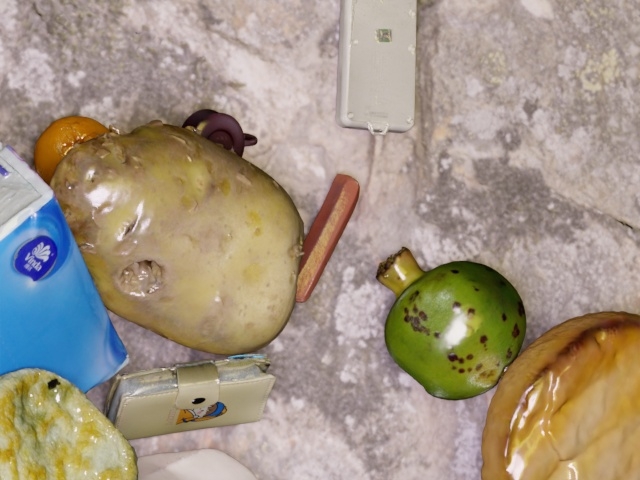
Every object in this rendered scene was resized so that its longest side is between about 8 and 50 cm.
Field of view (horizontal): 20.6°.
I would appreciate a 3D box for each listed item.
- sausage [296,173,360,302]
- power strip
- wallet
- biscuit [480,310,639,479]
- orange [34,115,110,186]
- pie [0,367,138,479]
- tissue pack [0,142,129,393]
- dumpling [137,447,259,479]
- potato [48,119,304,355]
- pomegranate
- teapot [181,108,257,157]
[{"bbox_3d":[0.000,0.000,1.797,0.030,0.035,0.147,23,78,18],"label":"sausage"},{"bbox_3d":[0.060,-0.202,1.838,0.081,0.035,0.192,4,83,-17],"label":"power strip"},{"bbox_3d":[-0.128,0.150,1.705,0.155,0.110,0.039,-7,60,-19],"label":"wallet"},{"bbox_3d":[0.288,0.216,1.809,0.296,0.102,0.296,-3,95,-31],"label":"biscuit"},{"bbox_3d":[-0.236,-0.080,1.710,0.083,0.070,0.083,3,80,-15],"label":"orange"},{"bbox_3d":[-0.233,0.199,1.503,0.187,0.041,0.187,27,45,-31],"label":"pie"},{"bbox_3d":[-0.307,0.060,1.561,0.198,0.263,0.146,-39,55,-18],"label":"tissue pack"},{"bbox_3d":[-0.188,0.319,1.584,0.341,0.260,0.181,-3,112,-31],"label":"dumpling"},{"bbox_3d":[-0.135,-0.007,1.675,0.296,0.141,0.192,33,75,-38],"label":"potato"},{"bbox_3d":[0.133,0.077,1.784,0.143,0.122,0.169,-35,96,-16],"label":"pomegranate"},{"bbox_3d":[-0.109,-0.099,1.768,0.100,0.045,0.068,-8,110,-36],"label":"teapot"}]
